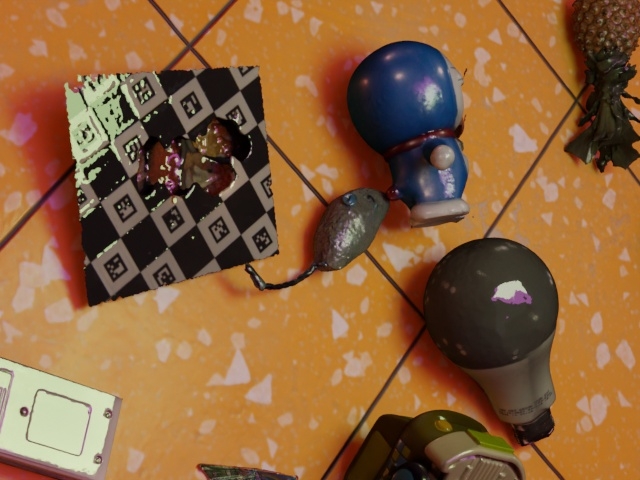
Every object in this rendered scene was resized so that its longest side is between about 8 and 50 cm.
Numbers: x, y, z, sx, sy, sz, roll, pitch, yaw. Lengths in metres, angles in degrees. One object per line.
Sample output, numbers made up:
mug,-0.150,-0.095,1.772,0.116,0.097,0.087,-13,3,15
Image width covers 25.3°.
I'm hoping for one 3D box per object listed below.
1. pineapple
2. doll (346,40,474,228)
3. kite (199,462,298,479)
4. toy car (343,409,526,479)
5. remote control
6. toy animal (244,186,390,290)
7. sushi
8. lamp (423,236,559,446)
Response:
pineapple,0.438,-0.250,2.199,0.119,0.130,0.277,36,52,-59
doll,0.136,-0.141,1.889,0.161,0.215,0.257,-17,85,-13
kite,-0.081,0.334,1.718,0.159,0.010,0.190,-37,100,-35
toy car,0.117,0.315,1.769,0.204,0.198,0.248,18,106,-38
remote control,-0.350,0.180,1.526,0.277,0.055,0.103,24,65,-32
toy animal,0.000,0.010,1.827,0.253,0.070,0.079,-37,86,-34
sushi,-0.187,-0.078,1.719,0.290,0.050,0.264,-13,100,-41
lamp,0.236,0.150,1.923,0.182,0.182,0.314,-20,111,-39
